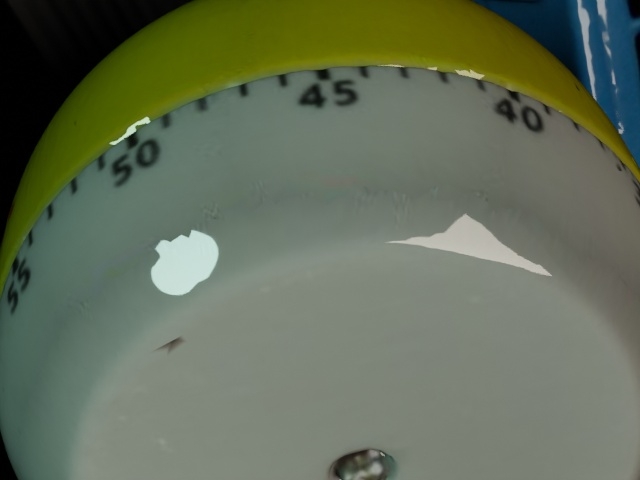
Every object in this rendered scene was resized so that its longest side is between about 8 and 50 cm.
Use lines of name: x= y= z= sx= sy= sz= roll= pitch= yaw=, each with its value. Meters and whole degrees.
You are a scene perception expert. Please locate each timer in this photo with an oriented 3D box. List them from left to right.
timer: x=0.000 y=0.000 z=0.700 sx=0.285 sy=0.285 sz=0.285 roll=-7 pitch=100 yaw=-41

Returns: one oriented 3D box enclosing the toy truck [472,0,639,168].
toy truck: x=0.152 y=-0.076 z=0.862 sx=0.162 sy=0.161 sz=0.385 roll=-23 pitch=111 yaw=-26
